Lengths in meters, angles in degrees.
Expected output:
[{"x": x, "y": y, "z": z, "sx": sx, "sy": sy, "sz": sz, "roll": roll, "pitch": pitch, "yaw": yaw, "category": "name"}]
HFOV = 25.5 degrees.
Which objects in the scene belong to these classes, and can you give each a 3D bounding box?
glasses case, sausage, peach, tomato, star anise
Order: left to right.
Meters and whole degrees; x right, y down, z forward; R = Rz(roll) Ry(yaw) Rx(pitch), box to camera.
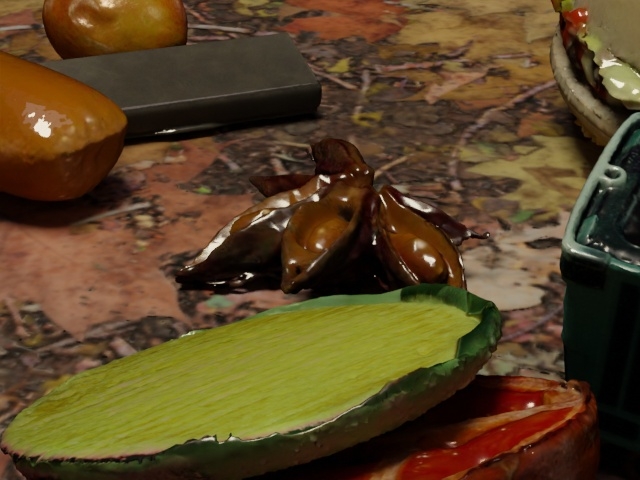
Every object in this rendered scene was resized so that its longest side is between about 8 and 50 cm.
[{"x": -0.234, "y": -0.084, "z": 0.909, "sx": 0.238, "sy": 0.098, "sz": 0.098, "roll": 20, "pitch": 35, "yaw": 26, "category": "sausage"}, {"x": -0.149, "y": -0.158, "z": 1.041, "sx": 0.100, "sy": 0.101, "sz": 0.101, "roll": 0, "pitch": 30, "yaw": 0, "category": "peach"}, {"x": -0.100, "y": -0.104, "z": 0.993, "sx": 0.190, "sy": 0.042, "sz": 0.072, "roll": -9, "pitch": 38, "yaw": -17, "category": "glasses case"}, {"x": 0.000, "y": -0.004, "z": 0.810, "sx": 0.157, "sy": 0.053, "sz": 0.212, "roll": -19, "pitch": 37, "yaw": -31, "category": "star anise"}, {"x": 0.040, "y": 0.109, "z": 0.591, "sx": 0.155, "sy": 0.069, "sz": 0.155, "roll": -13, "pitch": 10, "yaw": 2, "category": "tomato"}]

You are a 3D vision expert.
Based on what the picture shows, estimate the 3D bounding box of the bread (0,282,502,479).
[{"x": -0.028, "y": 0.066, "z": 0.637, "sx": 0.228, "sy": 0.033, "sz": 0.228, "roll": -14, "pitch": 10, "yaw": 3, "category": "bread"}]

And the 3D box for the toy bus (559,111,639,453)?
[{"x": 0.237, "y": 0.048, "z": 0.630, "sx": 0.256, "sy": 0.147, "sz": 0.128, "roll": 17, "pitch": 43, "yaw": 20, "category": "toy bus"}]

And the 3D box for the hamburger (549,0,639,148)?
[{"x": 0.297, "y": -0.135, "z": 0.931, "sx": 0.302, "sy": 0.170, "sz": 0.302, "roll": 5, "pitch": 35, "yaw": -3, "category": "hamburger"}]
